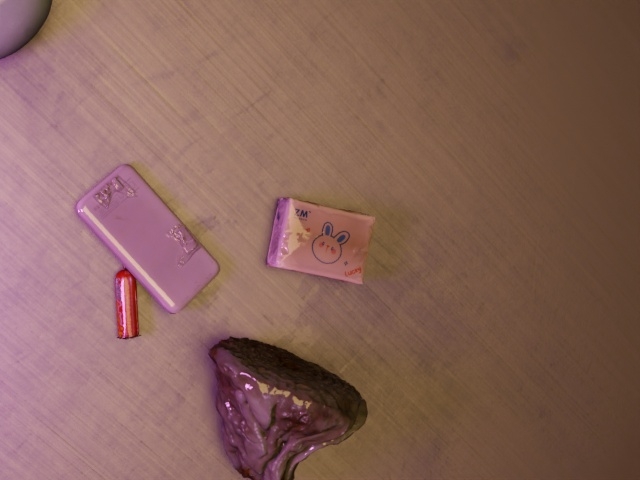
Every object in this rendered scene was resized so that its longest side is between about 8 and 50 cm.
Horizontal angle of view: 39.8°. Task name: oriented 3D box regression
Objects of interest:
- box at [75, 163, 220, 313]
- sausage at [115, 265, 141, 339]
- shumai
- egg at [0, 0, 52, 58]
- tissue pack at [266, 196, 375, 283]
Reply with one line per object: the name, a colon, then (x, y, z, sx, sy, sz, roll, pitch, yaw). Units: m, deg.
box: (-0.328, -0.003, 1.700, 0.285, 0.044, 0.142, 50, 63, -12)
sausage: (-0.371, 0.115, 1.694, 0.048, 0.050, 0.145, -2, 91, 9)
shumai: (-0.102, 0.354, 1.689, 0.304, 0.309, 0.263, 13, 102, -51)
egg: (-0.569, -0.416, 1.549, 0.168, 0.168, 0.231, 36, 83, -17)
tissue pack: (0.000, 0.000, 1.806, 0.196, 0.092, 0.148, 11, 88, -19)
